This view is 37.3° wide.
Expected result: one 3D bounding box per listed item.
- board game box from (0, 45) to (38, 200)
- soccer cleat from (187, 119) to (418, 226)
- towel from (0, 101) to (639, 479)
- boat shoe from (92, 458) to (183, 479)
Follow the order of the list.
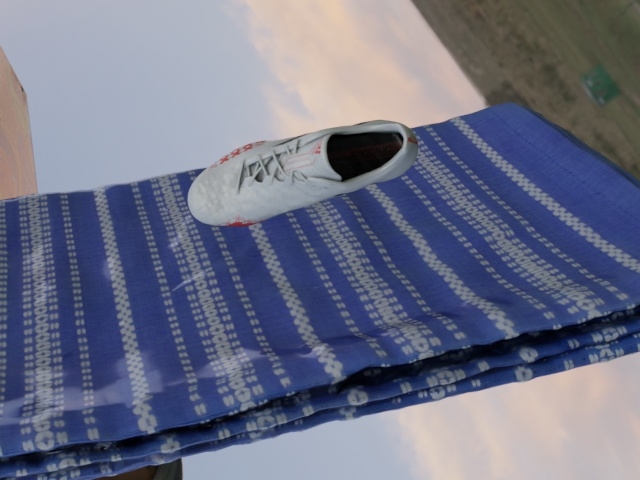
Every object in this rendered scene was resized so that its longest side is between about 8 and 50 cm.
[{"bbox_3d":[-0.450,-0.015,0.808,0.356,0.356,0.356,104,156,-73],"label":"board game box"},{"bbox_3d":[-0.007,-0.025,0.326,0.035,0.083,0.029,52,-155,-87],"label":"soccer cleat"},{"bbox_3d":[0.000,0.000,0.460,0.243,0.336,0.040,-122,24,-59],"label":"towel"},{"bbox_3d":[-0.240,0.192,0.561,0.123,0.324,0.116,31,152,50],"label":"boat shoe"}]
